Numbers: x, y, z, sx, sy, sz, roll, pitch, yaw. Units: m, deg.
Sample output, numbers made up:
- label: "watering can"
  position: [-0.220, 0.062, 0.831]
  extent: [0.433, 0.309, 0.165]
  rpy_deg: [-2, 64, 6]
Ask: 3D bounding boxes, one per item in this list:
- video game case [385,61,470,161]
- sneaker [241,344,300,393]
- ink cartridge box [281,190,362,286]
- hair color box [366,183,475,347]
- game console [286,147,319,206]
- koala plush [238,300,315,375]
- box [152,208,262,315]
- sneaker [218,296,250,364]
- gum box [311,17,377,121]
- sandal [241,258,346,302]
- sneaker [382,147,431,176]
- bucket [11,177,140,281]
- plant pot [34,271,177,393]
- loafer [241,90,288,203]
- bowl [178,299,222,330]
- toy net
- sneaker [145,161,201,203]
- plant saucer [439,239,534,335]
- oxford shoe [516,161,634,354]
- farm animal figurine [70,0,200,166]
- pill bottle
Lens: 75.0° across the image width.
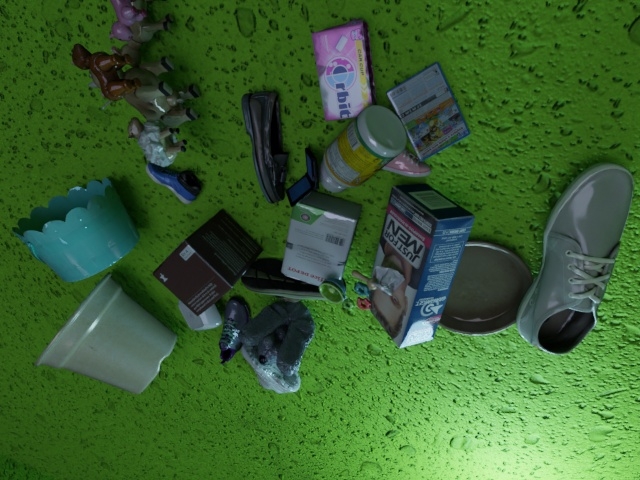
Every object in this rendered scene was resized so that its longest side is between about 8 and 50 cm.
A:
- label: "video game case"
  position: [0.228, -0.269, 0.882]
  extent: [0.119, 0.015, 0.166]
  rpy_deg: [-29, 106, 10]
- label: "sneaker"
  position: [-0.182, 0.427, 1.359]
  extent: [0.232, 0.090, 0.115]
  rpy_deg: [45, 124, -8]
- label: "ink cartridge box"
  position: [0.000, 0.000, 1.069]
  extent: [0.160, 0.092, 0.219]
  rpy_deg: [18, 122, 7]
- label: "hair color box"
  position: [0.216, 0.061, 0.977]
  extent: [0.105, 0.174, 0.347]
  rpy_deg: [-7, 123, -24]
- label: "game console"
  position: [-0.047, -0.151, 0.978]
  extent: [0.071, 0.122, 0.107]
  rpy_deg: [-9, 116, -8]
- label: "koala plush"
  position: [-0.123, 0.298, 1.242]
  extent: [0.196, 0.203, 0.221]
  rpy_deg: [34, 143, 8]
- label: "box"
  position: [-0.298, 0.056, 1.129]
  extent: [0.168, 0.203, 0.167]
  rpy_deg: [-38, 102, 30]
- label: "sneaker"
  position: [-0.276, 0.287, 1.305]
  extent: [0.083, 0.098, 0.224]
  rpy_deg: [14, 120, 10]
- label: "gum box"
  position: [0.053, -0.358, 0.881]
  extent: [0.107, 0.062, 0.188]
  rpy_deg: [-2, 116, 18]
- label: "sandal"
  position: [-0.080, 0.130, 1.156]
  extent: [0.302, 0.120, 0.086]
  rpy_deg: [11, 133, 12]
- label: "sneaker"
  position: [0.187, -0.189, 0.935]
  extent: [0.134, 0.051, 0.070]
  rpy_deg: [16, 126, 14]
- label: "bucket"
  position: [-0.665, -0.029, 1.165]
  extent: [0.281, 0.281, 0.183]
  rpy_deg: [-9, 122, 21]
- label: "plant pot"
  position: [-0.655, 0.325, 1.342]
  extent: [0.305, 0.334, 0.334]
  rpy_deg: [38, 122, -17]
- label: "loafer"
  position: [-0.116, -0.217, 0.995]
  extent: [0.084, 0.096, 0.268]
  rpy_deg: [-7, 113, 14]
- label: "bowl"
  position: [-0.385, 0.221, 1.303]
  extent: [0.142, 0.053, 0.142]
  rpy_deg: [-18, 100, 42]
- label: "toy net"
  position: [0.104, 0.124, 0.990]
  extent: [0.232, 0.045, 0.122]
  rpy_deg: [-17, 113, 46]
- label: "sneaker"
  position: [-0.389, -0.173, 1.119]
  extent: [0.152, 0.058, 0.084]
  rpy_deg: [42, 127, -12]
- label: "plant saucer"
  position: [0.380, 0.117, 1.044]
  extent: [0.277, 0.041, 0.278]
  rpy_deg: [7, 118, 13]
- label: "oxford shoe"
  position: [0.552, 0.060, 0.886]
  extent: [0.169, 0.130, 0.449]
  rpy_deg: [7, 115, -3]
- label: "farm animal figurine"
  position: [-0.412, -0.375, 0.934]
  extent: [0.172, 0.330, 0.327]
  rpy_deg: [-8, 143, 18]
- label: "pill bottle"
  position: [0.079, -0.187, 0.907]
  extent: [0.117, 0.117, 0.208]
  rpy_deg: [44, 143, -8]
